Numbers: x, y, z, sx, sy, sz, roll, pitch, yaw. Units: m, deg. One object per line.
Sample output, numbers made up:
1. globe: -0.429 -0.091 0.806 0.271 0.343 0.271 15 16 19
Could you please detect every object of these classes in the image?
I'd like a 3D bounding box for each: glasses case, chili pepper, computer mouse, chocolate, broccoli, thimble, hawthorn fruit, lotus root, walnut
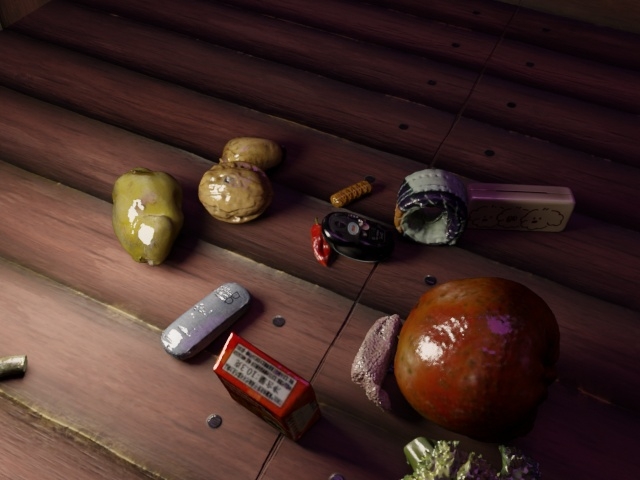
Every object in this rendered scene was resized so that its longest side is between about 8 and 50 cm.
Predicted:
1. glasses case: 0.621 -0.104 1.950 0.337 0.144 0.076 2 47 1
2. glasses case: -0.307 0.217 1.676 0.109 0.067 0.282 33 53 27
3. chili pepper: -0.001 0.000 1.894 0.059 0.050 0.191 3 53 -22
4. computer mouse: 0.108 -0.004 1.869 0.233 0.096 0.137 19 48 -4
5. chocolate: -0.127 0.353 1.455 0.237 0.234 0.108 30 65 23
6. broccoli: 0.298 0.524 1.299 0.375 0.249 0.302 -20 54 -12
7. thimble: 0.347 -0.095 1.886 0.237 0.237 0.150 8 51 5
8. hawthorn fruit: 0.357 0.269 1.462 0.403 0.402 0.402 1 48 -1
9. lotus root: -0.241 -0.289 2.093 0.257 0.140 0.154 -16 10 -29
10. walnut: -0.268 -0.152 1.930 0.245 0.198 0.198 3 48 2

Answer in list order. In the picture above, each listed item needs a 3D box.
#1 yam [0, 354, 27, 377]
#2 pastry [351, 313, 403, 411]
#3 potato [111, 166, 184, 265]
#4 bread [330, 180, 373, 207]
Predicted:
1. yam: -0.891 0.330 1.560 0.274 0.061 0.061 -5 48 -8
2. pastry: 0.145 0.306 1.592 0.112 0.102 0.265 5 46 12
3. potato: -0.520 -0.075 1.844 0.218 0.202 0.351 -14 57 1
4. bread: 0.105 -0.155 2.042 0.157 0.044 0.052 -26 60 -22
